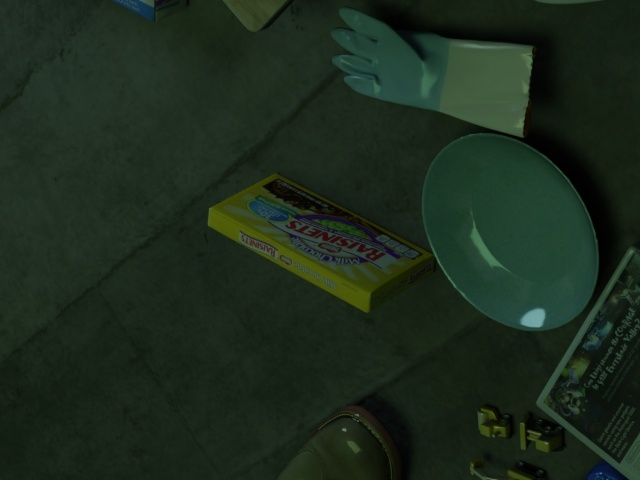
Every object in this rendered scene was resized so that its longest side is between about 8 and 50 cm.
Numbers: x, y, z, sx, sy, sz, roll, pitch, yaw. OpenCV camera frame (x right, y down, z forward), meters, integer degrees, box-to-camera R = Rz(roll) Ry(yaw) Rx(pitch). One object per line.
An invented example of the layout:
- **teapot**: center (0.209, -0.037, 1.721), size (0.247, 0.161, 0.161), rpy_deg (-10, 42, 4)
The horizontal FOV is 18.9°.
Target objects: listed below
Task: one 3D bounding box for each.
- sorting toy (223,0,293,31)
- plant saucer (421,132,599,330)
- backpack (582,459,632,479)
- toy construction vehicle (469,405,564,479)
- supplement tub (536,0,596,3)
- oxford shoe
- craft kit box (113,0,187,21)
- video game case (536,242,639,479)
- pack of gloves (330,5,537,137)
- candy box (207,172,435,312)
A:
- **sorting toy**: center (-0.078, -0.351, 1.701), size (0.257, 0.089, 0.255), rpy_deg (50, 125, 4)
- **plant saucer**: center (0.179, -0.013, 1.743), size (0.195, 0.037, 0.195), rpy_deg (22, 127, 33)
- **backpack**: center (0.272, 0.260, 1.770), size (0.098, 0.101, 0.120), rpy_deg (41, 130, 11)
- **toy construction vehicle**: center (0.187, 0.207, 1.866), size (0.098, 0.035, 0.085), rpy_deg (20, 126, 35)
- **supplement tub**: center (0.205, -0.329, 1.416), size (0.191, 0.191, 0.272), rpy_deg (2, 114, 43)
- **oxford shoe**: center (-0.019, 0.308, 2.052), size (0.123, 0.130, 0.348), rpy_deg (43, 136, 17)
- **craft kit box**: center (-0.232, -0.377, 1.913), size (0.250, 0.061, 0.246), rpy_deg (30, 133, 29)
- **video game case**: center (0.300, 0.125, 1.692), size (0.173, 0.022, 0.190), rpy_deg (39, 122, 20)
- **pack of gloves**: center (0.108, -0.212, 1.704), size (0.232, 0.046, 0.195), rpy_deg (18, 111, 36)
- **candy box**: center (0.000, 0.000, 1.872), size (0.206, 0.105, 0.027), rpy_deg (28, 130, 30)
